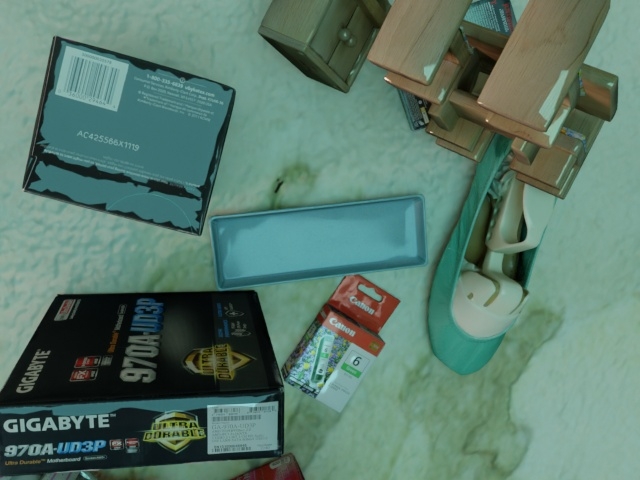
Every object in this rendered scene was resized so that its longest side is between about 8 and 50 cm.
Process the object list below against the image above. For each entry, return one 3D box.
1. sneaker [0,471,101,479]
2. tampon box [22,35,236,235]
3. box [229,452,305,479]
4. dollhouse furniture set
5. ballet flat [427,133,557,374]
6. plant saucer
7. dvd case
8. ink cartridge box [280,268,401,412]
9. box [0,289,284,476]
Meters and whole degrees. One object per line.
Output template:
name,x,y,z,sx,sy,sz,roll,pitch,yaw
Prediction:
sneaker,-0.253,0.203,0.614,0.252,0.103,0.111,10,100,-12
tampon box,-0.135,-0.078,0.550,0.120,0.161,0.101,14,98,-13
box,-0.043,0.292,0.588,0.128,0.257,0.122,-22,101,-6
dollhouse furniture set,0.105,-0.164,0.538,0.242,0.212,0.161,28,93,22
ballet flat,0.154,0.011,0.656,0.083,0.087,0.247,12,99,-10
plant saucer,0.000,0.000,0.663,0.192,0.018,0.067,-6,102,-8
dvd case,0.121,-0.157,0.656,0.119,0.013,0.087,-23,104,-4
ink cartridge box,0.021,0.091,0.678,0.063,0.029,0.115,32,94,-14
box,-0.124,0.092,0.555,0.175,0.220,0.051,-1,103,-9
